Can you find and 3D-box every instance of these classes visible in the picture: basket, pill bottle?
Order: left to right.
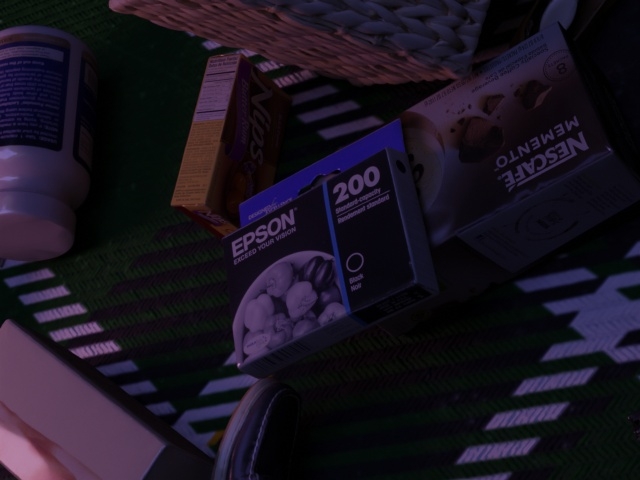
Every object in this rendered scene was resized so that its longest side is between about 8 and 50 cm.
[{"bbox_3d":[-0.354,-0.117,1.747,0.153,0.153,0.264,-17,57,27],"label":"pill bottle"},{"bbox_3d":[-0.013,-0.324,1.420,0.328,0.331,0.266,12,86,69],"label":"basket"}]

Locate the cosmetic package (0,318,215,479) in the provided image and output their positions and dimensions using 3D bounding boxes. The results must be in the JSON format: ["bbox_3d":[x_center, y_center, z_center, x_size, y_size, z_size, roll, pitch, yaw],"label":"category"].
[{"bbox_3d":[-0.238,0.218,1.492,0.296,0.153,0.129,30,84,42],"label":"cosmetic package"}]

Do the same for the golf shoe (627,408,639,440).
[{"bbox_3d":[0.349,0.177,1.170,0.198,0.077,0.094,29,70,36],"label":"golf shoe"}]

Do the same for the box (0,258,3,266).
[{"bbox_3d":[-0.457,-0.024,1.802,0.102,0.101,0.087,2,68,35],"label":"box"}]

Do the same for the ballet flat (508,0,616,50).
[{"bbox_3d":[0.270,-0.261,1.440,0.080,0.073,0.232,30,88,8],"label":"ballet flat"}]

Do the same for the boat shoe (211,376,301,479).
[{"bbox_3d":[-0.057,0.276,1.374,0.092,0.103,0.285,8,75,32],"label":"boat shoe"}]

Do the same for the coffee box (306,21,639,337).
[{"bbox_3d":[0.152,-0.054,1.386,0.297,0.119,0.168,-29,53,21],"label":"coffee box"}]

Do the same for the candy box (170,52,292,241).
[{"bbox_3d":[-0.096,-0.101,1.589,0.053,0.109,0.186,-1,65,34],"label":"candy box"}]

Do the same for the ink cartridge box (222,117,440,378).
[{"bbox_3d":[0.000,0.000,1.359,0.206,0.045,0.208,-28,52,25],"label":"ink cartridge box"}]
